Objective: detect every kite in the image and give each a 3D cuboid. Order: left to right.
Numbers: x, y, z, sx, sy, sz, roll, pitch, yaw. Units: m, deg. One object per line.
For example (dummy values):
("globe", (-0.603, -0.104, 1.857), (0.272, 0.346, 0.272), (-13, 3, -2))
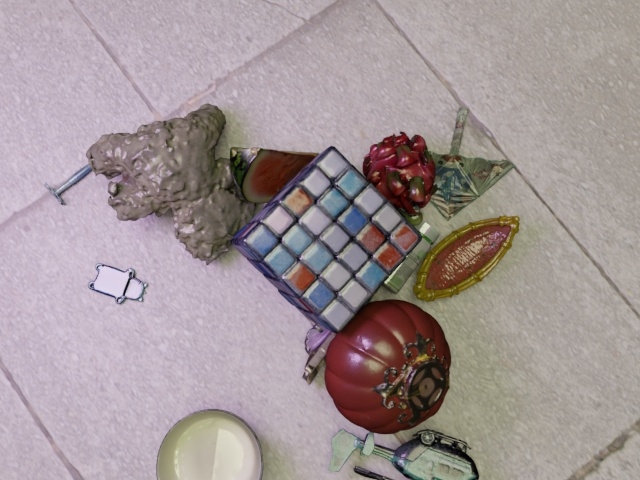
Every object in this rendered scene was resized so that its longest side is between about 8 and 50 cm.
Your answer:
("kite", (0.344, -0.204, 1.585), (0.336, 0.011, 0.314), (9, 79, 0))

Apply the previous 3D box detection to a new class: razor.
("razor", (-0.626, -0.157, 1.544), (0.135, 0.040, 0.068), (-42, 84, -15))

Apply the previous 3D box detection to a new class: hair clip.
("hair clip", (0.041, 0.215, 1.469), (0.106, 0.084, 0.292), (37, 75, 8))

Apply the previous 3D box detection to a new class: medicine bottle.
("medicine bottle", (0.206, 0.036, 1.490), (0.086, 0.086, 0.183), (36, 86, 5))

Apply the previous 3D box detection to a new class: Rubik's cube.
("Rubik's cube", (0.000, 0.000, 1.372), (0.292, 0.293, 0.287), (44, 80, -6))

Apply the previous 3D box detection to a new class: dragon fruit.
("dragon fruit", (0.186, -0.150, 1.450), (0.198, 0.273, 0.218), (41, 107, -2))

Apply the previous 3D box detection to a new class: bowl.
("bowl", (-0.244, 0.499, 1.379), (0.238, 0.126, 0.237), (0, 80, -2))

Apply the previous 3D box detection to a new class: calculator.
("calculator", (-0.500, 0.107, 1.502), (0.141, 0.019, 0.094), (19, 80, 1))

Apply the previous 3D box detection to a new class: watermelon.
("watermelon", (-0.140, -0.189, 1.473), (0.128, 0.303, 0.159), (48, 113, 17))

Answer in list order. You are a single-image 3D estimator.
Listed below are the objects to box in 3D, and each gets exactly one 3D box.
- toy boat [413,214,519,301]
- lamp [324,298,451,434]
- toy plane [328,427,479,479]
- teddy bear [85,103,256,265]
("toy boat", (0.354, 0.045, 1.497), (0.318, 0.099, 0.141), (-37, 79, -5))
("lamp", (0.154, 0.280, 1.358), (0.303, 0.257, 0.303), (-8, 104, -33))
("toy plane", (0.211, 0.508, 1.390), (0.382, 0.106, 0.155), (17, 68, 6))
("teddy bear", (-0.331, -0.122, 1.470), (0.357, 0.224, 0.367), (-25, 105, -24))
